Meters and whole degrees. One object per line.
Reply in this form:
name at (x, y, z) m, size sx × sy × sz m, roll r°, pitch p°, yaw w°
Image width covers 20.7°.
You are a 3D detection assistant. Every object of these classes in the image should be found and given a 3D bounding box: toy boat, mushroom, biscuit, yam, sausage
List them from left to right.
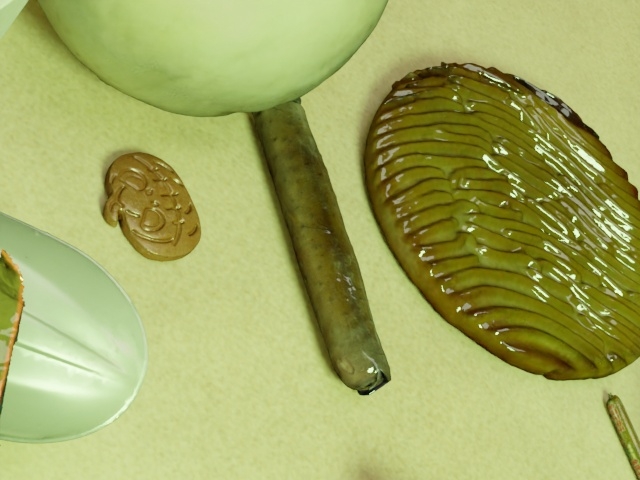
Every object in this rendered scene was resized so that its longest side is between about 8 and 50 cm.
toy boat at (-0.243, 0.038, 1.077) m, size 0.269 × 0.141 × 0.141 m, roll 27°, pitch 46°, yaw -17°
biscuit at (-0.127, -0.026, 1.299) m, size 0.078 × 0.015 × 0.091 m, roll -12°, pitch 66°, yaw -43°
mushroom at (-0.083, -0.278, 1.317) m, size 0.315 × 0.315 × 0.356 m, roll -9°, pitch 77°, yaw -42°
yam at (0.000, 0.000, 1.357) m, size 0.046 × 0.046 × 0.264 m, roll 4°, pitch 55°, yaw -36°
biscuit at (0.175, -0.022, 1.516) m, size 0.318 × 0.040 × 0.318 m, roll 20°, pitch 49°, yaw -24°
sausage at (0.259, 0.171, 1.450) m, size 0.015 × 0.015 × 0.100 m, roll -1°, pitch 60°, yaw -39°

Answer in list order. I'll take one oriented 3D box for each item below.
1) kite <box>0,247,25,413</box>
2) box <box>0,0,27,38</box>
kite at (-0.321, 0.063, 0.969) m, size 0.327 × 0.013 × 0.377 m, roll -32°, pitch 76°, yaw -22°
box at (-0.338, -0.188, 1.114) m, size 0.274 × 0.203 × 0.116 m, roll 44°, pitch 38°, yaw -1°
